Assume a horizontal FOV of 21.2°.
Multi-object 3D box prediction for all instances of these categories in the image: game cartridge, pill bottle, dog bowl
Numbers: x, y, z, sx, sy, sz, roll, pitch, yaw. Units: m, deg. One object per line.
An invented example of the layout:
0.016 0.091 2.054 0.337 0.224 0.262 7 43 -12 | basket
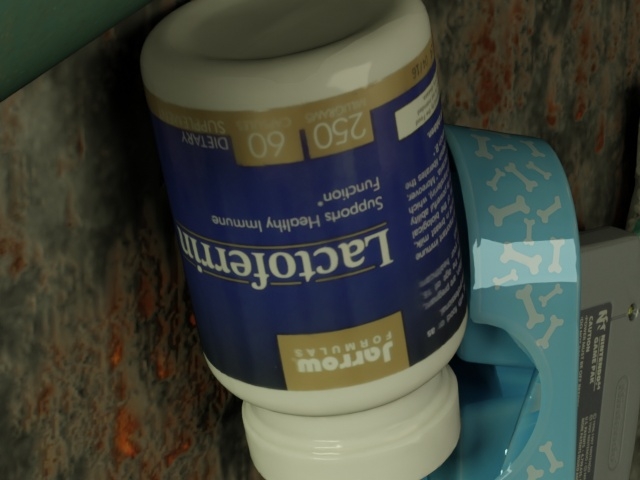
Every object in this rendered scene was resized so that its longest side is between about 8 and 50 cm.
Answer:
0.165 0.140 1.255 0.196 0.060 0.294 -8 108 -45 | game cartridge
0.000 0.000 0.934 0.153 0.153 0.265 -35 126 -39 | pill bottle
0.105 0.070 1.064 0.074 0.166 0.297 -4 109 -10 | dog bowl

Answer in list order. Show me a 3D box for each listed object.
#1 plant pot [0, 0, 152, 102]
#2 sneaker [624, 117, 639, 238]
-0.192 -0.153 0.545 0.334 0.341 0.341 -36 127 -47 | plant pot
0.262 -0.014 1.311 0.094 0.080 0.212 -27 123 -29 | sneaker
